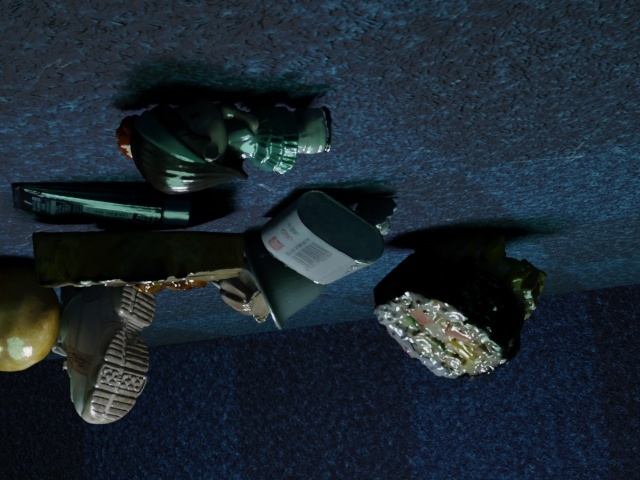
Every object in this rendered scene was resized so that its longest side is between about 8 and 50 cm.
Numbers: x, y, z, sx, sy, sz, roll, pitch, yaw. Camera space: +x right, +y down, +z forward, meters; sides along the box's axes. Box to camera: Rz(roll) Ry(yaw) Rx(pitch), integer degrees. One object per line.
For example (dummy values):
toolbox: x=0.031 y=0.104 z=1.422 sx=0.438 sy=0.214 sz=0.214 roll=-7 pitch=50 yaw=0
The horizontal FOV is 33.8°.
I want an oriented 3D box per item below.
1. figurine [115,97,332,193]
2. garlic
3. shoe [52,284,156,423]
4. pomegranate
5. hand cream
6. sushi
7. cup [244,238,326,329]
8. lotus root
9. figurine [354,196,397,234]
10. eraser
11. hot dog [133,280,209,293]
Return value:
figurine: x=-0.114 y=-0.118 z=1.269 sx=0.245 sy=0.110 sz=0.138 roll=-7 pitch=-171 yaw=-24
garlic: x=-0.180 y=0.098 z=2.407 sx=0.194 sy=0.127 sz=0.131 roll=20 pitch=171 yaw=45
shoe: x=-0.480 y=0.220 z=2.256 sx=0.198 sy=0.351 sz=0.172 roll=-2 pitch=152 yaw=24
pomegranate: x=-0.639 y=0.154 z=2.158 sx=0.233 sy=0.233 sz=0.233 roll=-5 pitch=169 yaw=-1
hand cream: x=-0.339 y=-0.054 z=1.636 sx=0.270 sy=0.061 sz=0.120 roll=3 pitch=166 yaw=-14
sushi: x=0.309 y=0.115 z=2.333 sx=0.328 sy=0.285 sz=0.328 roll=36 pitch=154 yaw=-7
cup: x=-0.054 y=0.059 z=2.112 sx=0.150 sy=0.199 sz=0.199 roll=-24 pitch=169 yaw=-1
lotus root: x=-0.293 y=0.028 z=1.780 sx=0.374 sy=0.111 sz=0.390 roll=0 pitch=179 yaw=30
figurine: x=0.100 y=-0.037 z=1.872 sx=0.094 sy=0.082 sz=0.086 roll=-42 pitch=145 yaw=-19
eraser: x=0.000 y=0.000 z=1.860 sx=0.174 sy=0.081 sz=0.227 roll=32 pitch=160 yaw=-10
hot dog: x=-0.299 y=0.052 z=2.102 sx=0.160 sy=0.099 sz=0.227 roll=-5 pitch=172 yaw=5
